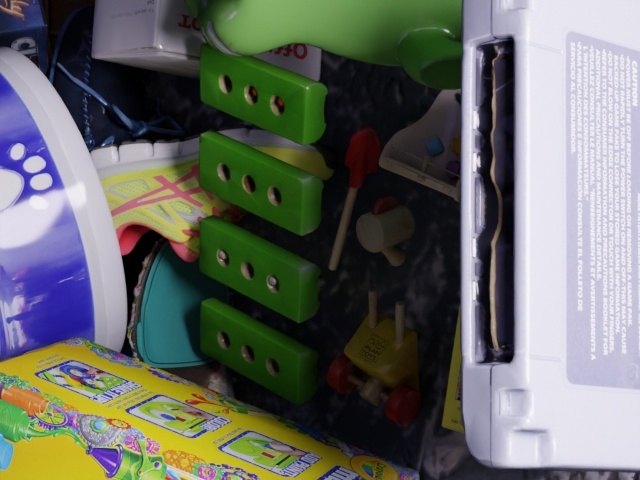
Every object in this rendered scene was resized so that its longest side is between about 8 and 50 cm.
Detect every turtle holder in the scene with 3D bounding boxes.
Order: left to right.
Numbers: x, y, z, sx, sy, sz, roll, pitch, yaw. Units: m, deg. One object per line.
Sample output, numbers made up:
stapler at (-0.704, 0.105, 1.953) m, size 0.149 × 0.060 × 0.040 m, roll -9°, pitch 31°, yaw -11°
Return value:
turtle holder at (0.056, -0.230, 1.281) m, size 0.227 × 0.243 × 0.320 m, roll -79°, pitch 8°, yaw -55°

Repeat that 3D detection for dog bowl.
dog bowl at (-0.254, -0.009, 1.514) m, size 0.265 × 0.104 × 0.265 m, roll 44°, pitch 145°, yaw 43°

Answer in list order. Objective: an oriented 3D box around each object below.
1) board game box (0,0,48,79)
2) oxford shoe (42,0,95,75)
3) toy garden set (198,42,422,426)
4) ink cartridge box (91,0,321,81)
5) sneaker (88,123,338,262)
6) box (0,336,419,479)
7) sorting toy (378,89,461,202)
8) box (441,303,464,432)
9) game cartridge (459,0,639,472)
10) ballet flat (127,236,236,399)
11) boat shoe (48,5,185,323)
board game box at (-0.265, -0.173, 1.655) m, size 0.243 × 0.042 × 0.165 m, roll 103°, pitch 153°, yaw -60°
oxford shoe at (-0.196, -0.171, 1.660) m, size 0.076 × 0.076 × 0.212 m, roll -14°, pitch 81°, yaw 5°
toy garden set at (0.000, 0.000, 1.367) m, size 0.204 × 0.049 × 0.244 m, roll 25°, pitch 124°, yaw 39°
ink cartridge box at (-0.079, -0.230, 1.466) m, size 0.092 × 0.160 × 0.219 m, roll -1°, pitch 82°, yaw 49°
sneaker at (-0.082, -0.032, 1.473) m, size 0.208 × 0.081 × 0.094 m, roll -8°, pitch 79°, yaw 23°
box at (-0.120, 0.256, 1.338) m, size 0.279 × 0.177 × 0.290 m, roll 20°, pitch 100°, yaw 14°
sorting toy at (0.093, -0.069, 1.344) m, size 0.083 × 0.045 × 0.075 m, roll 28°, pitch 97°, yaw 47°
box at (0.141, 0.012, 1.243) m, size 0.058 × 0.087 × 0.232 m, roll 8°, pitch 91°, yaw 50°
game cartridge at (0.160, -0.012, 1.142) m, size 0.060 × 0.196 × 0.294 m, roll -7°, pitch 79°, yaw 47°
ballet flat at (-0.106, 0.112, 1.506) m, size 0.077 × 0.091 × 0.241 m, roll 127°, pitch 141°, yaw -64°
boat shoe at (-0.156, -0.061, 1.586) m, size 0.089 × 0.109 × 0.258 m, roll 5°, pitch 104°, yaw 43°
